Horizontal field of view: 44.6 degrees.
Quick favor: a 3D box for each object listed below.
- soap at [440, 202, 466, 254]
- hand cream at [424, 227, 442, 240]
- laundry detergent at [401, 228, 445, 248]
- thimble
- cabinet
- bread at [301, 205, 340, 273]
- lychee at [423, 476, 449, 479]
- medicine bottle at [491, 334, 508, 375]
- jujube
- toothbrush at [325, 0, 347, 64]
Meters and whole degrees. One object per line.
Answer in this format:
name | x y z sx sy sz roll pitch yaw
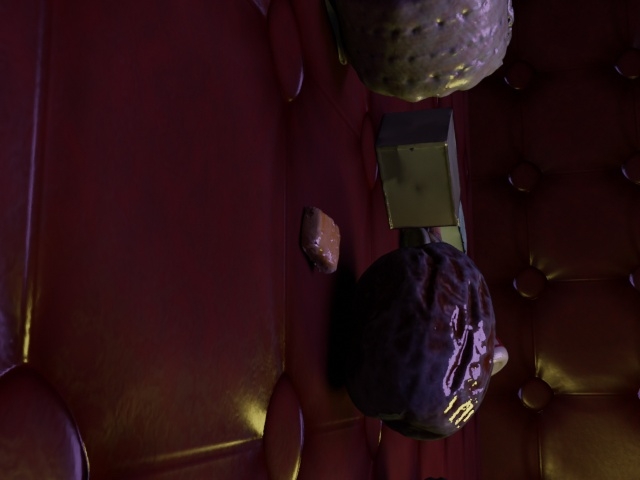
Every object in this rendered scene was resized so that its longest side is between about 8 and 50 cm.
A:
soap | 0.384 -0.045 2.333 0.230 0.091 0.145 61 30 -55
hand cream | 0.297 0.015 2.049 0.203 0.084 0.084 -78 159 -57
laundry detergent | 0.275 0.043 1.836 0.225 0.070 0.099 30 38 -47
thimble | 0.171 -0.379 1.281 0.292 0.291 0.195 -78 159 -43
cabinet | 0.210 -0.149 1.639 0.150 0.145 0.206 -72 154 -52
bread | 0.000 0.000 1.074 0.083 0.035 0.070 52 37 -53
lychee | 0.217 0.562 1.399 0.274 0.255 0.255 -62 166 7
medicine bottle | 0.336 0.213 1.880 0.250 0.131 0.131 60 2 28
jujube | 0.158 0.148 1.224 0.215 0.246 0.308 27 65 -22
toothbrush | 0.020 -0.350 1.249 0.017 0.014 0.162 -56 145 -35
